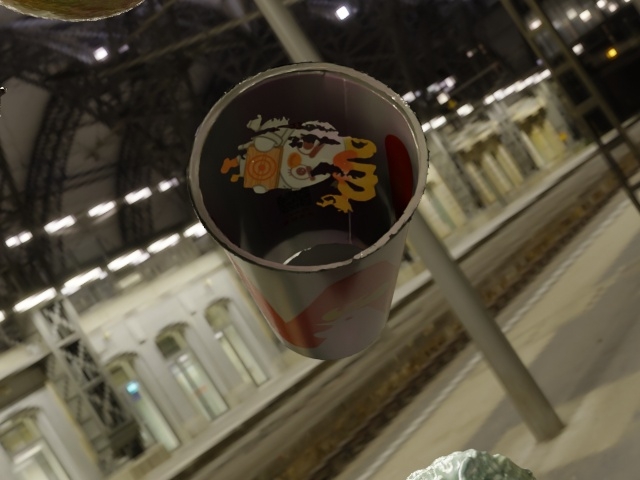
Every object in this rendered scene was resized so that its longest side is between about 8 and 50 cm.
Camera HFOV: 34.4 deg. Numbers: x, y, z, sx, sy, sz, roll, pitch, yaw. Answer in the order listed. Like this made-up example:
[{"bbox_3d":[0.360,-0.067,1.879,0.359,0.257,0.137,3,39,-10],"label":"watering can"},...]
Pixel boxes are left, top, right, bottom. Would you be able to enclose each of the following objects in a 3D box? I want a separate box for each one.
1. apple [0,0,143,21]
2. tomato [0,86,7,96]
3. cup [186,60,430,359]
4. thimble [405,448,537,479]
[{"bbox_3d":[-0.297,-0.407,1.226,0.301,0.301,0.301,-33,-2,-2],"label":"apple"},{"bbox_3d":[-0.463,-0.168,1.223,0.167,0.167,0.167,-33,-2,-2],"label":"tomato"},{"bbox_3d":[0.000,0.000,0.953,0.203,0.203,0.288,-33,-24,-12],"label":"cup"},{"bbox_3d":[0.142,0.340,1.089,0.250,0.172,0.205,-48,13,-3],"label":"thimble"}]
